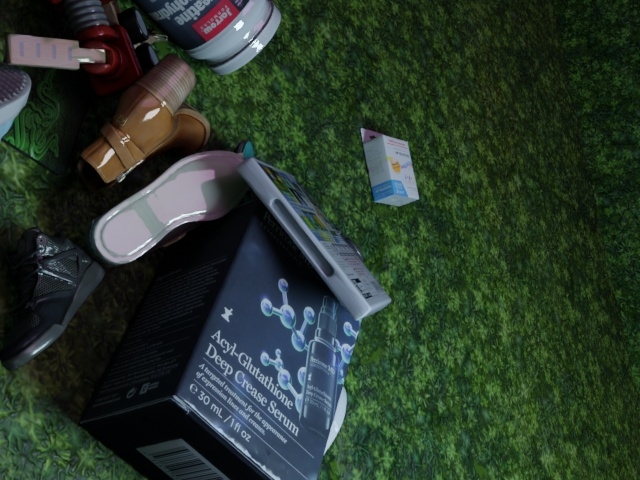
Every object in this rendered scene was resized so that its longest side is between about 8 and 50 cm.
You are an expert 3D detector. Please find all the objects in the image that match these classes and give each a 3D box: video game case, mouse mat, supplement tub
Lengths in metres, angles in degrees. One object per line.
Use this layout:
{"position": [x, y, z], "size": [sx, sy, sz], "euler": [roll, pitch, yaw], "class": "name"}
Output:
{"position": [0.000, 0.000, 1.545], "size": [0.300, 0.036, 0.329], "euler": [52, 7, 7], "class": "video game case"}
{"position": [-0.429, -0.207, 1.415], "size": [0.152, 0.007, 0.190], "euler": [37, 48, -38], "class": "mouse mat"}
{"position": [-0.219, -0.448, 1.645], "size": [0.272, 0.191, 0.191], "euler": [44, 43, -31], "class": "supplement tub"}

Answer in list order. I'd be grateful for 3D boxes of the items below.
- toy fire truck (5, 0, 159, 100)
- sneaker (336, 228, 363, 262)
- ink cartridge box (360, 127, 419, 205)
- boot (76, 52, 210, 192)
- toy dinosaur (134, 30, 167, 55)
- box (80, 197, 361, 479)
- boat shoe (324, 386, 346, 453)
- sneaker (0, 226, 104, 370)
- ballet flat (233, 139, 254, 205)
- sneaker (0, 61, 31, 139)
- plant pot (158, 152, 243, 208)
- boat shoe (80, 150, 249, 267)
{"position": [-0.370, -0.325, 1.392], "size": [0.246, 0.158, 0.217], "euler": [-29, 99, -85], "class": "toy fire truck"}
{"position": [-0.023, 0.009, 1.778], "size": [0.296, 0.104, 0.147], "euler": [45, 28, -21], "class": "sneaker"}
{"position": [0.158, -0.177, 2.122], "size": [0.104, 0.061, 0.181], "euler": [7, 68, -52], "class": "ink cartridge box"}
{"position": [-0.282, -0.150, 1.476], "size": [0.109, 0.283, 0.220], "euler": [37, 74, 3], "class": "boot"}
{"position": [-0.333, -0.350, 1.585], "size": [0.183, 0.053, 0.093], "euler": [17, 45, -56], "class": "toy dinosaur"}
{"position": [-0.132, 0.188, 1.442], "size": [0.293, 0.212, 0.395], "euler": [47, 41, -28], "class": "box"}
{"position": [-0.045, 0.334, 1.578], "size": [0.094, 0.109, 0.302], "euler": [52, 42, -20], "class": "boat shoe"}
{"position": [-0.395, 0.071, 1.263], "size": [0.130, 0.087, 0.227], "euler": [51, 37, -22], "class": "sneaker"}
{"position": [-0.154, -0.083, 1.661], "size": [0.074, 0.074, 0.203], "euler": [15, 64, -49], "class": "ballet flat"}
{"position": [-0.492, -0.125, 1.219], "size": [0.135, 0.150, 0.366], "euler": [22, 31, -8], "class": "sneaker"}
{"position": [-0.196, -0.092, 1.588], "size": [0.109, 0.109, 0.096], "euler": [-17, 98, -54], "class": "plant pot"}
{"position": [-0.240, -0.051, 1.446], "size": [0.305, 0.091, 0.109], "euler": [-34, 99, -36], "class": "boat shoe"}
